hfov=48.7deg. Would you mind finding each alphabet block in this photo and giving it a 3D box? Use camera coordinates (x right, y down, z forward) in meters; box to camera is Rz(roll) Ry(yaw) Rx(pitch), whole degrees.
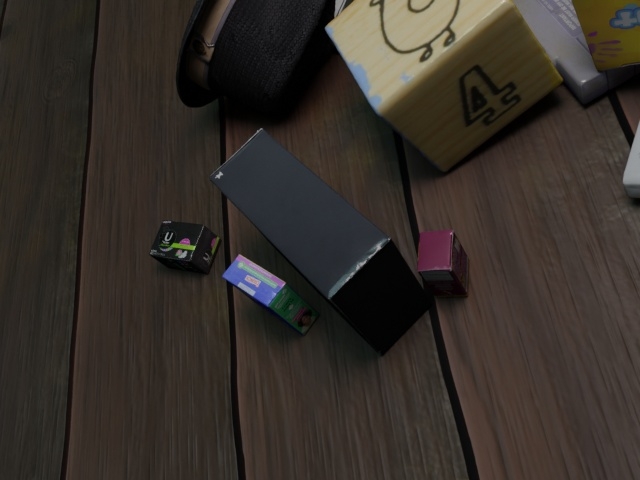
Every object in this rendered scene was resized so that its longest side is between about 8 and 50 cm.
[{"bbox_3d":[0.159,-0.242,0.920,0.197,0.193,0.192,-39,54,19],"label":"alphabet block"}]

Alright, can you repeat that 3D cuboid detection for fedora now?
[{"bbox_3d":[-0.076,-0.316,1.082,0.152,0.334,0.334,35,81,3],"label":"fedora"}]

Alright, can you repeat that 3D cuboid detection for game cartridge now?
[{"bbox_3d":[0.366,-0.365,0.989,0.230,0.068,0.355,-32,54,13],"label":"game cartridge"}]

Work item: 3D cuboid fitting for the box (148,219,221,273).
[{"bbox_3d":[-0.205,0.010,1.075,0.083,0.052,0.062,6,67,31],"label":"box"}]

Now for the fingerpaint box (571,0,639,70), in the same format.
[{"bbox_3d":[0.527,-0.407,0.762,0.444,0.163,0.371,0,64,35],"label":"fingerpaint box"}]

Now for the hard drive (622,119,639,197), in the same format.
[{"bbox_3d":[0.506,-0.134,0.752,0.307,0.040,0.203,5,61,42],"label":"hard drive"}]

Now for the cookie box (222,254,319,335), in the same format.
[{"bbox_3d":[-0.064,0.073,0.934,0.092,0.107,0.040,29,79,35],"label":"cookie box"}]

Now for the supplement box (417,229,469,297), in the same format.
[{"bbox_3d":[0.151,0.030,0.863,0.043,0.083,0.055,-4,61,25],"label":"supplement box"}]

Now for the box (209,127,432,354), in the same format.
[{"bbox_3d":[0.000,0.000,0.894,0.103,0.184,0.261,-46,54,-2],"label":"box"}]

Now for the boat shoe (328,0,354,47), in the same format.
[{"bbox_3d":[0.079,-0.408,1.150,0.070,0.078,0.219,16,80,33],"label":"boat shoe"}]
